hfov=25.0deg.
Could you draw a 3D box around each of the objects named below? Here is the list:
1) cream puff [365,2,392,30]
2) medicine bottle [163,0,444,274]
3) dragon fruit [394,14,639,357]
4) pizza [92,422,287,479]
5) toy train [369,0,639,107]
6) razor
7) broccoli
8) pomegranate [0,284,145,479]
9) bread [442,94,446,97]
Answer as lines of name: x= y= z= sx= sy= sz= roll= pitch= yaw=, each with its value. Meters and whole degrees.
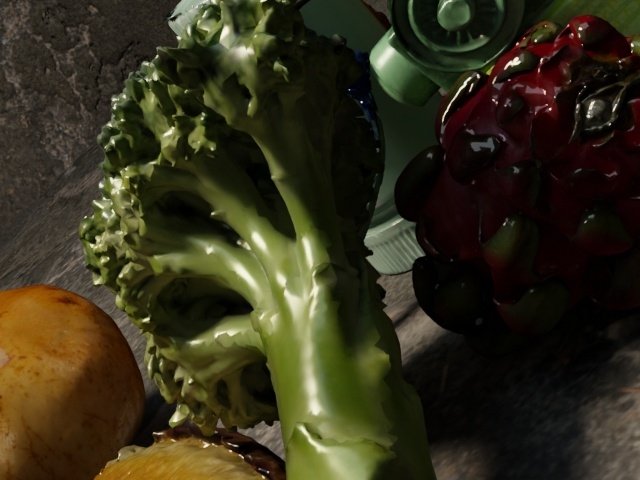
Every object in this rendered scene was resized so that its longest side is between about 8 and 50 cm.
cream puff: x=-0.067 y=-0.203 z=1.860 sx=0.350 sy=0.228 sz=0.350 roll=-35 pitch=17 yaw=13
medicine bottle: x=0.013 y=-0.131 z=1.334 sx=0.158 sy=0.318 sz=0.158 roll=-37 pitch=18 yaw=15
dragon fruit: x=0.151 y=-0.027 z=1.008 sx=0.273 sy=0.218 sz=0.198 roll=-55 pitch=-26 yaw=15
pizza: x=-0.119 y=0.269 z=1.049 sx=0.392 sy=0.080 sz=0.435 roll=-25 pitch=25 yaw=44
toy train: x=0.244 y=-0.228 z=1.109 sx=0.442 sy=0.272 sz=0.179 roll=-46 pitch=13 yaw=25
razor: x=0.012 y=0.002 z=1.234 sx=0.093 sy=0.056 sz=0.324 roll=-62 pitch=-15 yaw=-78
broccoli: x=-0.018 y=0.062 z=1.002 sx=0.275 sy=0.397 sz=0.353 roll=-31 pitch=-19 yaw=9
pomegranate: x=-0.290 y=0.167 z=1.434 sx=0.248 sy=0.248 sz=0.248 roll=-37 pitch=17 yaw=14
bread: x=0.055 y=-0.074 z=1.517 sx=0.269 sy=0.095 sz=0.139 roll=-31 pitch=16 yaw=-16
